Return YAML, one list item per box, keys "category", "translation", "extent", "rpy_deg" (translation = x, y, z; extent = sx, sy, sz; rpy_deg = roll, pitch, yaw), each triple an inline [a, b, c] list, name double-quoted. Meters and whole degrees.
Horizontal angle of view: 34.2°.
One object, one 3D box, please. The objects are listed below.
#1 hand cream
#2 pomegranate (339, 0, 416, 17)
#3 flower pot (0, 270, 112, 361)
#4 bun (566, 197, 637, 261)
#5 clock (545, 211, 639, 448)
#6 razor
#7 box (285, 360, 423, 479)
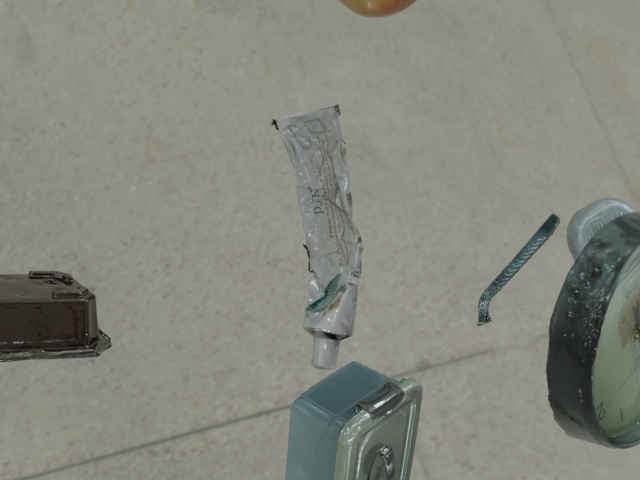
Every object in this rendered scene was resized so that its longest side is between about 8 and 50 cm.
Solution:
- category: "hand cream"
  translation: [0.003, 0.000, 1.018]
  extent: [0.050, 0.084, 0.257]
  rpy_deg: [-8, 94, -48]
- category: "pomegranate"
  translation: [0.087, -0.441, 1.600]
  extent: [0.191, 0.191, 0.191]
  rpy_deg: [18, 57, -29]
- category: "flower pot"
  translation: [-0.408, 0.092, 1.374]
  extent: [0.251, 0.179, 0.084]
  rpy_deg: [0, 104, -34]
- category: "bun"
  translation: [0.491, -0.004, 1.802]
  extent: [0.141, 0.083, 0.140]
  rpy_deg: [-1, 94, -10]
- category: "clock"
  translation: [0.293, 0.086, 0.973]
  extent: [0.226, 0.049, 0.226]
  rpy_deg: [-15, 111, -41]
- category: "razor"
  translation: [0.276, 0.039, 1.478]
  extent: [0.033, 0.190, 0.066]
  rpy_deg: [38, 13, 16]
- category: "box"
  translation: [0.045, 0.280, 1.368]
  extent: [0.130, 0.227, 0.162]
  rpy_deg: [26, 36, 34]
